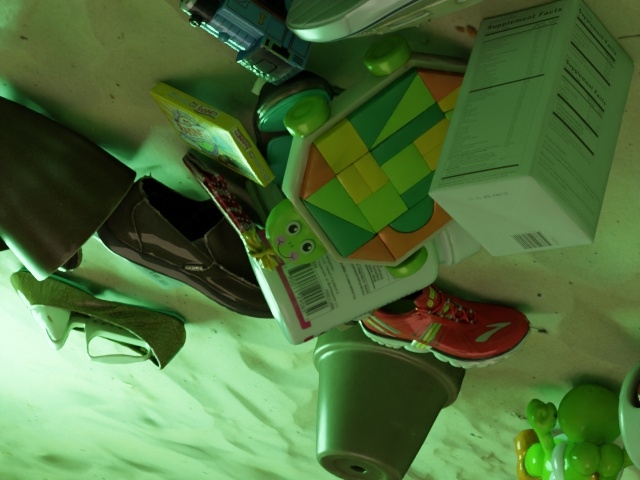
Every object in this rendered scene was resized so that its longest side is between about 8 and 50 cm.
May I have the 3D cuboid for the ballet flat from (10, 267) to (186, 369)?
[{"bbox_3d":[-0.415,0.154,2.664,0.342,0.124,0.116,19,152,-1],"label":"ballet flat"}]

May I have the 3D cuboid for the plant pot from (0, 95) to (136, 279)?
[{"bbox_3d":[-0.426,-0.097,2.151,0.230,0.215,0.215,43,146,-16],"label":"plant pot"}]

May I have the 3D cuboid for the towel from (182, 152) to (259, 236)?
[{"bbox_3d":[-0.095,-0.004,2.096,0.275,0.031,0.199,53,176,-18],"label":"towel"}]

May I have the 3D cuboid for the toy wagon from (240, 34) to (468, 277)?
[{"bbox_3d":[0.063,-0.070,1.775,0.267,0.344,0.068,54,179,-31],"label":"toy wagon"}]

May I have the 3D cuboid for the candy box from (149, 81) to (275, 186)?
[{"bbox_3d":[-0.145,-0.142,1.949,0.206,0.027,0.105,29,156,49],"label":"candy box"}]

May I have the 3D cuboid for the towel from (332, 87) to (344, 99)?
[{"bbox_3d":[0.033,-0.146,1.950,0.113,0.023,0.152,17,153,1],"label":"towel"}]

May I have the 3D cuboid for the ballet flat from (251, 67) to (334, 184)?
[{"bbox_3d":[-0.048,-0.165,1.876,0.095,0.096,0.280,-8,160,-14],"label":"ballet flat"}]

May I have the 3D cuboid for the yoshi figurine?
[{"bbox_3d":[0.442,0.338,2.499,0.203,0.203,0.362,58,170,9],"label":"yoshi figurine"}]

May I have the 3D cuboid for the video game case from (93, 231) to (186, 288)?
[{"bbox_3d":[-0.246,0.013,2.389,0.183,0.023,0.201,-10,144,35],"label":"video game case"}]

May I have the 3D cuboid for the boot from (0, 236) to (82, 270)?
[{"bbox_3d":[-0.490,-0.006,2.254,0.090,0.207,0.248,-13,118,41],"label":"boot"}]

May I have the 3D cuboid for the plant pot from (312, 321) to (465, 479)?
[{"bbox_3d":[0.096,0.287,2.492,0.263,0.229,0.263,13,152,7],"label":"plant pot"}]

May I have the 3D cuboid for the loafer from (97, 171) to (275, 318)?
[{"bbox_3d":[-0.151,0.008,2.224,0.366,0.134,0.130,19,130,-20],"label":"loafer"}]

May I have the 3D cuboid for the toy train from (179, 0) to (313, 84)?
[{"bbox_3d":[-0.085,-0.265,1.711,0.184,0.105,0.080,31,150,-24],"label":"toy train"}]

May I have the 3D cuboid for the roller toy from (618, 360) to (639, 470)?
[{"bbox_3d":[0.552,0.264,2.209,0.146,0.191,0.209,-13,176,44],"label":"roller toy"}]

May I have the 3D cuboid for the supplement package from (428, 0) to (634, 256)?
[{"bbox_3d":[0.237,-0.125,1.625,0.139,0.244,0.134,-8,142,42],"label":"supplement package"}]

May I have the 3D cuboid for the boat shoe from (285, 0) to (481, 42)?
[{"bbox_3d":[0.091,-0.270,1.599,0.302,0.109,0.094,-14,141,42],"label":"boat shoe"}]

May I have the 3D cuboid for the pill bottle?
[{"bbox_3d":[0.057,0.012,1.945,0.283,0.160,0.160,-24,150,-7],"label":"pill bottle"}]

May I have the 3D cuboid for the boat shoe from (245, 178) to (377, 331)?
[{"bbox_3d":[0.000,0.000,2.160,0.103,0.113,0.302,-30,126,10],"label":"boat shoe"}]

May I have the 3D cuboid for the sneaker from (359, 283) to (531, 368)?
[{"bbox_3d":[0.183,0.118,2.270,0.279,0.107,0.118,5,141,18],"label":"sneaker"}]
